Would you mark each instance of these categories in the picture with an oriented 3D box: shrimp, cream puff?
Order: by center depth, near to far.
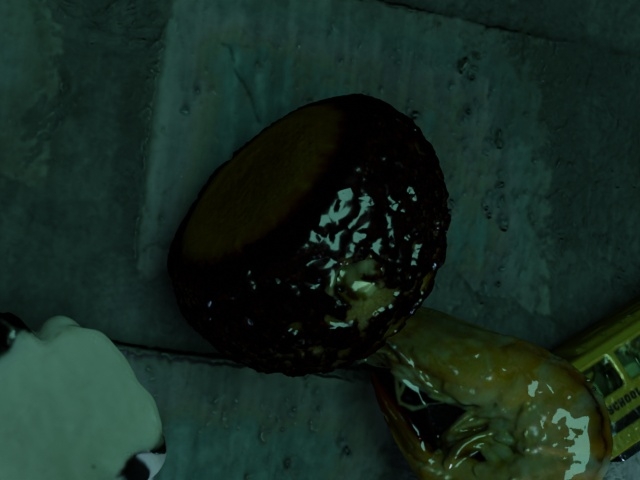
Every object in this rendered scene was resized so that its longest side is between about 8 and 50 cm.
[{"bbox_3d":[0.000,0.000,0.959,0.165,0.239,0.239,46,70,-25],"label":"cream puff"},{"bbox_3d":[0.099,0.134,1.015,0.287,0.063,0.152,23,83,19],"label":"shrimp"}]

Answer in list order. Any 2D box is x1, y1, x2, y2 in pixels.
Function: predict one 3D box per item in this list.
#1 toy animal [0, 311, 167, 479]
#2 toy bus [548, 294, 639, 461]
[{"bbox_3d":[-0.235,0.166,0.887,0.204,0.156,0.208,53,53,-6],"label":"toy animal"},{"bbox_3d":[0.251,0.146,1.104,0.335,0.121,0.123,-28,90,-21],"label":"toy bus"}]
